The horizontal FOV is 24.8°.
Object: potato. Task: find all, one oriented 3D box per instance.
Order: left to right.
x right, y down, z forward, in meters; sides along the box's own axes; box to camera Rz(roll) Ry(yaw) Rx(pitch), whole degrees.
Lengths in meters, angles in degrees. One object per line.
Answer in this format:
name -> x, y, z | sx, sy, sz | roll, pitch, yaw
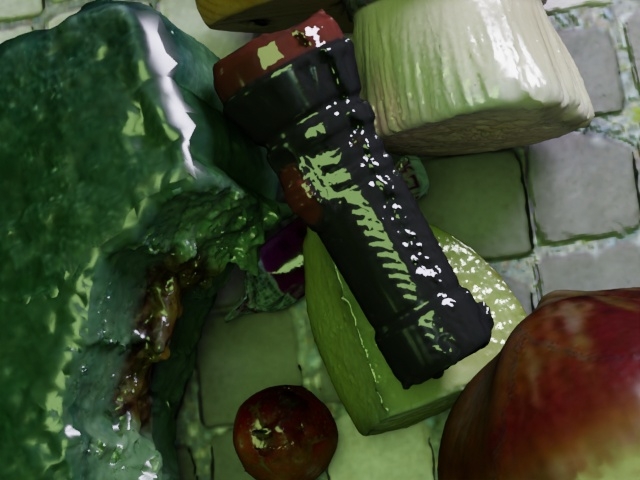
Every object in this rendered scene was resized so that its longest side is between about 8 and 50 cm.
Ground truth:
potato -> 0.061, 0.043, 0.971 | 0.120, 0.081, 0.149 | -15, 76, -20

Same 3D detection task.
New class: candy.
candy -> 0.000, 0.000, 1.001 | 0.175, 0.045, 0.043 | -37, 57, 2

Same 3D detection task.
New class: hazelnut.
hazelnut -> 0.184, 0.126, 0.859 | 0.229, 0.229, 0.229 | -3, 76, 11

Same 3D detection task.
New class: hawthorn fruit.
hawthorn fruit -> -0.024, 0.128, 0.961 | 0.077, 0.077, 0.077 | -3, 76, 11

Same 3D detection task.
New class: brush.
brush -> 0.042, -0.143, 0.971 | 0.266, 0.174, 0.166 | -4, 85, 19

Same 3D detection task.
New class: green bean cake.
green bean cake -> -0.164, 0.039, 0.945 | 0.300, 0.169, 0.308 | -24, 70, 17

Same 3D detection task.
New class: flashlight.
flashlight -> 0.021, -0.021, 0.885 | 0.093, 0.093, 0.232 | -28, 89, 4
